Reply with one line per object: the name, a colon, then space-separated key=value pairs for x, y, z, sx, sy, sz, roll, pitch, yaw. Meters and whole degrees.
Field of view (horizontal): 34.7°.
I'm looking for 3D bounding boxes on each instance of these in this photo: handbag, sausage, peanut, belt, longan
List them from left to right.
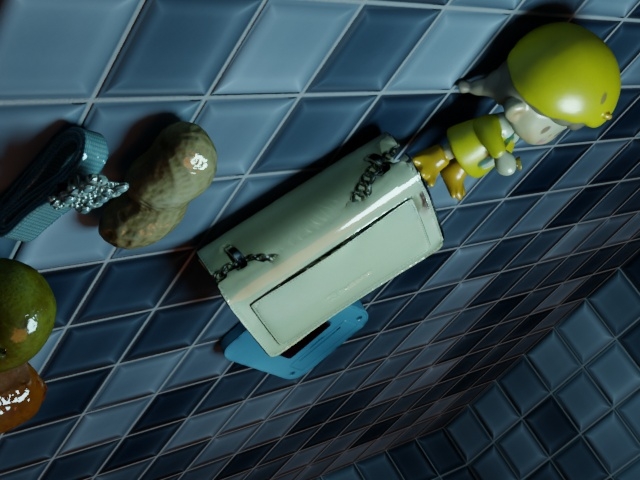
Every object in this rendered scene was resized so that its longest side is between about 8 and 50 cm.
sausage: x=-0.512 y=0.230 z=1.461 sx=0.258 sy=0.133 sz=0.133 roll=-8 pitch=147 yaw=-49
longan: x=-0.410 y=0.102 z=1.282 sx=0.145 sy=0.176 sz=0.155 roll=23 pitch=119 yaw=-20
belt: x=-0.311 y=-0.050 z=1.200 sx=0.179 sy=0.100 sz=0.065 roll=-40 pitch=153 yaw=23
peanut: x=-0.210 y=-0.065 z=1.322 sx=0.104 sy=0.086 sz=0.228 roll=2 pitch=142 yaw=-40
handbag: x=0.000 y=0.000 z=1.643 sx=0.358 sy=0.160 sz=0.237 roll=-33 pitch=152 yaw=-3

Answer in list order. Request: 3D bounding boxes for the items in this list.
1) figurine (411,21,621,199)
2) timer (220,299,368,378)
figurine: x=0.313 y=-0.200 z=1.634 sx=0.343 sy=0.187 sz=0.215 roll=-36 pitch=167 yaw=22
timer: x=-0.058 y=0.160 z=2.029 sx=0.232 sy=0.091 sz=0.250 roll=-40 pitch=145 yaw=18
